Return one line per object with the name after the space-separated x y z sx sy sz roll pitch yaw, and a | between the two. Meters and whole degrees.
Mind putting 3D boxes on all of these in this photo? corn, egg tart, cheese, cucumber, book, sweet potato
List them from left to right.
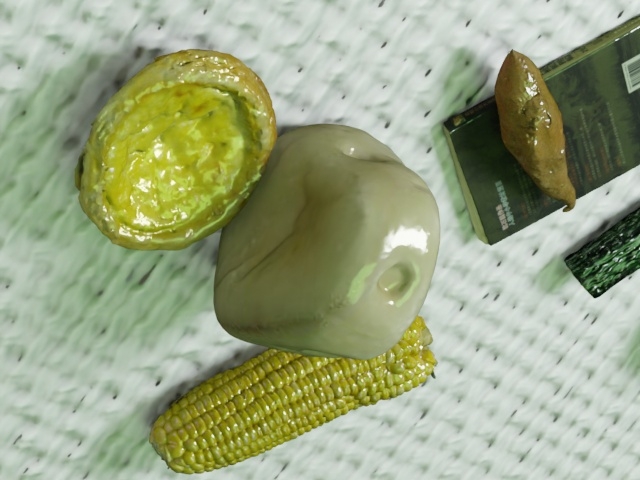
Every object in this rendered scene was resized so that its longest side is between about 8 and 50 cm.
-0.125 -0.082 1.542 0.191 0.074 0.191 -15 129 -20 | egg tart
-0.027 0.143 1.761 0.291 0.101 0.101 -23 132 -8 | corn
0.000 0.000 1.595 0.235 0.218 0.117 -27 145 37 | cheese
0.199 -0.096 1.696 0.060 0.068 0.206 -17 137 14 | sweet potato
0.236 -0.104 1.765 0.228 0.024 0.160 -29 131 -7 | book
0.335 -0.011 1.873 0.187 0.058 0.058 -33 133 -5 | cucumber
